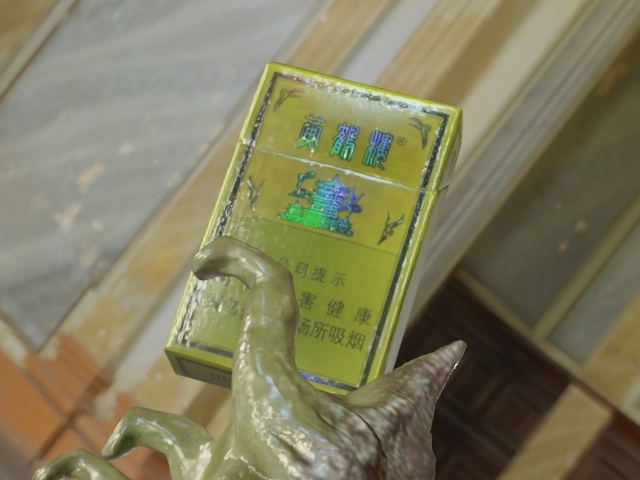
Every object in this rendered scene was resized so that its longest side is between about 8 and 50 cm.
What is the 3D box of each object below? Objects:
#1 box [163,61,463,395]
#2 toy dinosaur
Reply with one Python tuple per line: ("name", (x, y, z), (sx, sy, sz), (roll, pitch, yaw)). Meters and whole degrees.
("box", (0.000, 0.000, 1.030), (0.141, 0.220, 0.064), (14, -19, 10))
("toy dinosaur", (-0.040, 0.124, 0.719), (0.162, 0.294, 0.077), (26, -28, 14))
